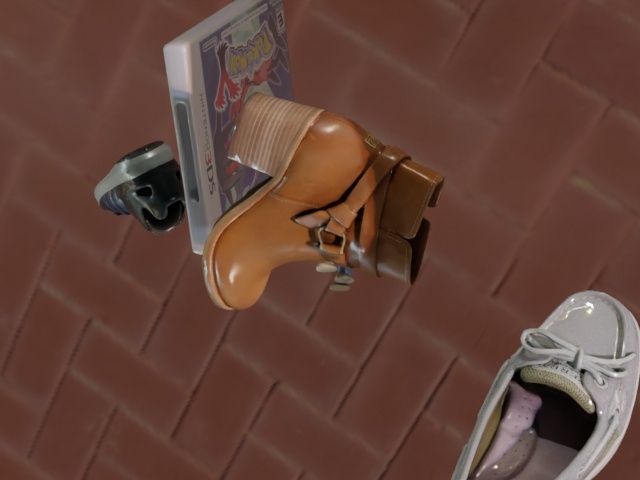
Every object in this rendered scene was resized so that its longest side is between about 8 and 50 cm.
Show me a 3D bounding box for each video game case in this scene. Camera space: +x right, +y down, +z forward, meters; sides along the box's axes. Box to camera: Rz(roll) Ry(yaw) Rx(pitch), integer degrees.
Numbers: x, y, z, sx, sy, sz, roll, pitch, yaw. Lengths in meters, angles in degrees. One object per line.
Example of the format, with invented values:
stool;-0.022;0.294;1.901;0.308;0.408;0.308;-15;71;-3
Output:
video game case;-0.071;-0.111;1.198;0.023;0.201;0.183;4;116;21

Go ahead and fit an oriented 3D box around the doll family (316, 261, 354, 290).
doll family;0.035;-0.026;1.498;0.076;0.111;0.193;12;150;-22

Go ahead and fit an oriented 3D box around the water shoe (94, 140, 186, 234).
water shoe;-0.180;-0.039;1.392;0.073;0.203;0.080;-26;88;-15

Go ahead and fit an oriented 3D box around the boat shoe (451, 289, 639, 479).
boat shoe;0.190;0.164;1.186;0.118;0.320;0.103;28;152;20

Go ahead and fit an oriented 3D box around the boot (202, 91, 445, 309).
boot;0.000;0.000;0.988;0.152;0.073;0.197;24;132;12
